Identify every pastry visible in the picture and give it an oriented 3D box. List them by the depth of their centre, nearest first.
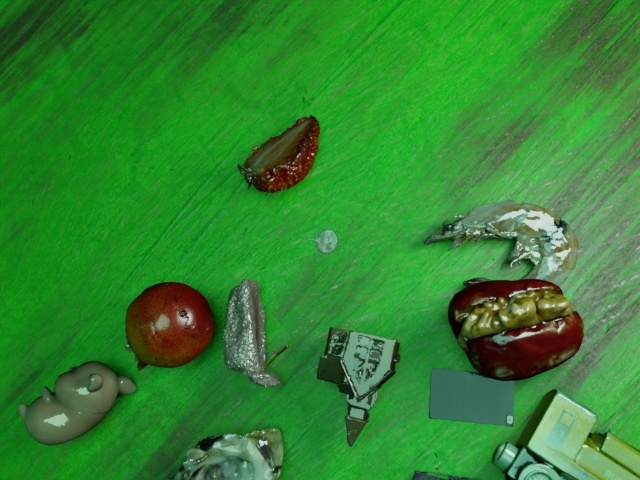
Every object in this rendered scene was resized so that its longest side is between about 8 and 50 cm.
[{"bbox_3d":[-0.179,0.228,1.514,0.112,0.103,0.265,-20,67,15],"label":"pastry"}]

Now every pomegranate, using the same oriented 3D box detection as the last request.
[{"bbox_3d":[-0.365,0.208,1.506,0.210,0.210,0.235,47,114,15],"label":"pomegranate"}]

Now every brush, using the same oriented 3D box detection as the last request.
[{"bbox_3d":[-0.111,0.276,1.543,0.083,0.019,0.021,-43,66,1],"label":"brush"}]

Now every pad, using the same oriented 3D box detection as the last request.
[{"bbox_3d":[0.348,0.361,1.459,0.193,0.004,0.116,3,79,11],"label":"pad"}]

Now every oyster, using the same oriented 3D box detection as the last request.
[{"bbox_3d":[-0.220,0.569,1.460,0.351,0.115,0.238,-45,67,-7],"label":"oyster"}]

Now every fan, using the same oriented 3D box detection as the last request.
[{"bbox_3d":[0.006,0.007,1.586,0.080,0.003,0.060,-22,75,4],"label":"fan"}]

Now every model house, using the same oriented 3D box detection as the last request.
[{"bbox_3d":[0.073,0.332,1.418,0.176,0.181,0.248,11,79,12],"label":"model house"}]

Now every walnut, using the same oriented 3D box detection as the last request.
[{"bbox_3d":[0.422,0.175,1.362,0.268,0.244,0.222,-16,56,-2],"label":"walnut"}]

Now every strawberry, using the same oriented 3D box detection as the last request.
[{"bbox_3d":[-0.083,-0.197,1.598,0.235,0.107,0.175,-28,39,2],"label":"strawberry"}]

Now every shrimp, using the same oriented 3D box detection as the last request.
[{"bbox_3d":[0.418,0.026,1.484,0.360,0.085,0.247,3,86,6],"label":"shrimp"}]

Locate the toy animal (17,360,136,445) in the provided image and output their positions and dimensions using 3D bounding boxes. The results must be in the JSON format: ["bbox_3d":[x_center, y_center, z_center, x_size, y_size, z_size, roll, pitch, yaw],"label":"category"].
[{"bbox_3d":[-0.596,0.393,1.528,0.250,0.166,0.154,-38,85,7],"label":"toy animal"}]

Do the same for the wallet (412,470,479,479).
[{"bbox_3d":[0.280,0.565,1.382,0.165,0.111,0.030,6,120,10],"label":"wallet"}]

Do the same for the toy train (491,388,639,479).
[{"bbox_3d":[0.572,0.505,1.321,0.397,0.160,0.253,32,79,15],"label":"toy train"}]
